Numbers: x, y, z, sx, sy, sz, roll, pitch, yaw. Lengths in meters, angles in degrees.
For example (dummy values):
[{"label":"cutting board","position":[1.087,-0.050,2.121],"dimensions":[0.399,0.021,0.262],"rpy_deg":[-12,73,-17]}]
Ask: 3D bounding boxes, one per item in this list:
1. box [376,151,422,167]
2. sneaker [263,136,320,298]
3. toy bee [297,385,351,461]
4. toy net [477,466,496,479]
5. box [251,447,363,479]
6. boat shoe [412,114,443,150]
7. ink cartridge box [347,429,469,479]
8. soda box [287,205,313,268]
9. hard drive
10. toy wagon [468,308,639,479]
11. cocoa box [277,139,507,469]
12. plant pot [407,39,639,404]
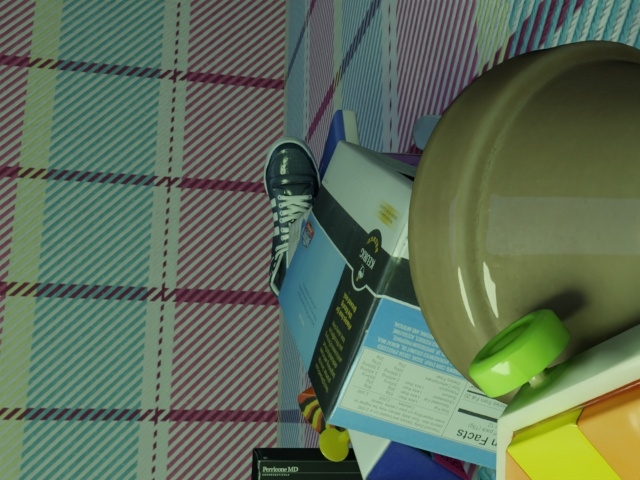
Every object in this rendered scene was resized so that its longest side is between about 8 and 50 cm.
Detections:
[{"label":"box","position":[0.112,-0.019,1.307],"dimensions":[0.213,0.117,0.243],"rpy_deg":[-169,82,-79]},{"label":"sneaker","position":[-0.045,-0.023,1.319],"dimensions":[0.153,0.099,0.282],"rpy_deg":[-98,6,-62]},{"label":"toy bee","position":[0.086,0.302,1.251],"dimensions":[0.298,0.195,0.162],"rpy_deg":[-16,96,68]},{"label":"toy net","position":[0.208,0.364,0.894],"dimensions":[0.122,0.045,0.232],"rpy_deg":[-137,49,-74]},{"label":"box","position":[0.016,0.446,1.297],"dimensions":[0.103,0.261,0.184],"rpy_deg":[180,93,-79]},{"label":"boat shoe","position":[0.208,-0.128,0.989],"dimensions":[0.183,0.083,0.065],"rpy_deg":[28,119,48]},{"label":"ink cartridge box","position":[0.093,0.223,1.017],"dimensions":[0.069,0.176,0.371],"rpy_deg":[-38,38,17]},{"label":"soda box","position":[0.000,0.000,1.170],"dimensions":[0.216,0.069,0.074],"rpy_deg":[150,121,-76]},{"label":"hard drive","position":[0.036,-0.026,1.282],"dimensions":[0.210,0.040,0.319],"rpy_deg":[107,162,-54]},{"label":"toy wagon","position":[0.228,0.112,0.331],"dimensions":[0.267,0.068,0.344],"rpy_deg":[50,139,3]},{"label":"cocoa box","position":[0.112,0.053,0.850],"dimensions":[0.347,0.231,0.228],"rpy_deg":[-125,55,-72]},{"label":"plant pot","position":[0.224,-0.003,0.469],"dimensions":[0.229,0.263,0.263],"rpy_deg":[4,91,60]}]
